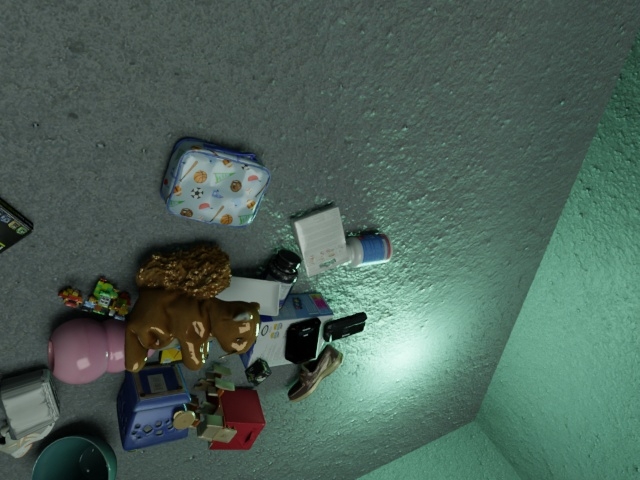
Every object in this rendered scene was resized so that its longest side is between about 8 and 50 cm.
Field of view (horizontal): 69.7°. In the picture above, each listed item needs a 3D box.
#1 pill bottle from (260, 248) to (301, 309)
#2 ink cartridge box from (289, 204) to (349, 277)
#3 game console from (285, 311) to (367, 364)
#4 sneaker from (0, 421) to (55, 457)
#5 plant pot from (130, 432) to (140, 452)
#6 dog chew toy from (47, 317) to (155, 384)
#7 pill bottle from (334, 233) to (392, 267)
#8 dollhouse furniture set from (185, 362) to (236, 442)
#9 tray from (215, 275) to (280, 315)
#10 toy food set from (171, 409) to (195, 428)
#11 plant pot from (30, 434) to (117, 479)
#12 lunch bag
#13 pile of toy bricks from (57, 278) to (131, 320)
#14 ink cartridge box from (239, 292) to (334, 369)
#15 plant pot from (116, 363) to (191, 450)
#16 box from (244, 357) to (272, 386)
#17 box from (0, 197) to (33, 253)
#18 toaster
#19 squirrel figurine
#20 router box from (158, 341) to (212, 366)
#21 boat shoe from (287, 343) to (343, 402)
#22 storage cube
[{"bbox_3d":[-0.156,0.147,1.716,0.122,0.123,0.219,10,118,-37],"label":"pill bottle"},{"bbox_3d":[0.000,0.000,1.698,0.181,0.056,0.225,-20,113,-18],"label":"ink cartridge box"},{"bbox_3d":[0.029,0.383,1.867,0.361,0.044,0.213,-12,131,-24],"label":"game console"},{"bbox_3d":[-1.027,0.650,1.595,0.262,0.099,0.121,-45,130,5],"label":"sneaker"},{"bbox_3d":[-0.775,0.811,1.893,0.083,0.083,0.079,-21,121,-17],"label":"plant pot"},{"bbox_3d":[-0.690,0.343,1.497,0.331,0.206,0.207,-3,126,-40],"label":"dog chew toy"},{"bbox_3d":[0.166,0.042,1.832,0.221,0.124,0.124,-7,127,-28],"label":"pill bottle"},{"bbox_3d":[-0.435,0.683,1.870,0.135,0.259,0.262,27,110,-32],"label":"dollhouse furniture set"},{"bbox_3d":[-0.281,0.192,1.658,0.270,0.030,0.145,7,113,0],"label":"tray"},{"bbox_3d":[-0.496,0.649,1.665,0.083,0.020,0.083,5,110,-37],"label":"toy food set"},{"bbox_3d":[-0.902,0.876,1.754,0.290,0.290,0.195,-34,171,-4],"label":"plant pot"},{"bbox_3d":[-0.306,-0.173,1.383,0.303,0.115,0.243,9,116,-35],"label":"lunch bag"},{"bbox_3d":[-0.687,0.172,1.435,0.212,0.118,0.105,26,76,-33],"label":"pile of toy bricks"},{"bbox_3d":[-0.173,0.365,1.856,0.395,0.151,0.270,-1,125,-33],"label":"ink cartridge box"},{"bbox_3d":[-0.618,0.599,1.715,0.236,0.236,0.212,2,117,-32],"label":"plant pot"},{"bbox_3d":[-0.242,0.512,1.786,0.083,0.062,0.052,-41,135,6],"label":"box"},{"bbox_3d":[-0.884,-0.039,1.175,0.184,0.045,0.191,-36,134,-6],"label":"box"},{"bbox_3d":[-0.949,0.520,1.501,0.146,0.129,0.227,-16,106,-26],"label":"toaster"},{"bbox_3d":[-0.379,0.203,1.453,0.370,0.281,0.397,-2,86,5],"label":"squirrel figurine"},{"bbox_3d":[-0.496,0.393,1.694,0.179,0.046,0.133,-1,128,-31],"label":"router box"},{"bbox_3d":[-0.048,0.623,2.181,0.342,0.123,0.123,-43,105,12],"label":"boat shoe"},{"bbox_3d":[-0.382,0.781,2.018,0.193,0.215,0.184,17,115,-32],"label":"storage cube"}]
